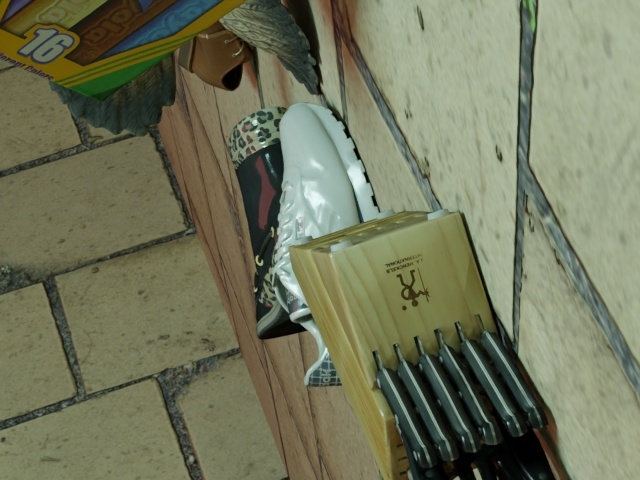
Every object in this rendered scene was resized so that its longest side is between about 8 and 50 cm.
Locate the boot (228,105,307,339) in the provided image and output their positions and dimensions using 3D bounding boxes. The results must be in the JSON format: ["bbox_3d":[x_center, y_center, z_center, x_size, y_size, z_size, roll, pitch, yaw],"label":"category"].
[{"bbox_3d":[-0.037,-0.010,1.485,0.236,0.085,0.178,114,141,-68],"label":"boot"}]

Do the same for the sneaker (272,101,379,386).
[{"bbox_3d":[0.000,0.000,1.217,0.090,0.095,0.235,93,159,-73],"label":"sneaker"}]

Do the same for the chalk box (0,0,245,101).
[{"bbox_3d":[-0.108,-0.250,0.944,0.179,0.289,0.180,22,-136,-56],"label":"chalk box"}]

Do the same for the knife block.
[{"bbox_3d":[0.069,0.105,0.987,0.276,0.088,0.242,-172,65,-80],"label":"knife block"}]

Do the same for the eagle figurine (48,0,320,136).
[{"bbox_3d":[-0.130,-0.248,1.273,0.226,0.225,0.298,172,92,-72],"label":"eagle figurine"}]

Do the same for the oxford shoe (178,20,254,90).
[{"bbox_3d":[-0.098,-0.223,1.559,0.076,0.076,0.212,39,161,12],"label":"oxford shoe"}]
